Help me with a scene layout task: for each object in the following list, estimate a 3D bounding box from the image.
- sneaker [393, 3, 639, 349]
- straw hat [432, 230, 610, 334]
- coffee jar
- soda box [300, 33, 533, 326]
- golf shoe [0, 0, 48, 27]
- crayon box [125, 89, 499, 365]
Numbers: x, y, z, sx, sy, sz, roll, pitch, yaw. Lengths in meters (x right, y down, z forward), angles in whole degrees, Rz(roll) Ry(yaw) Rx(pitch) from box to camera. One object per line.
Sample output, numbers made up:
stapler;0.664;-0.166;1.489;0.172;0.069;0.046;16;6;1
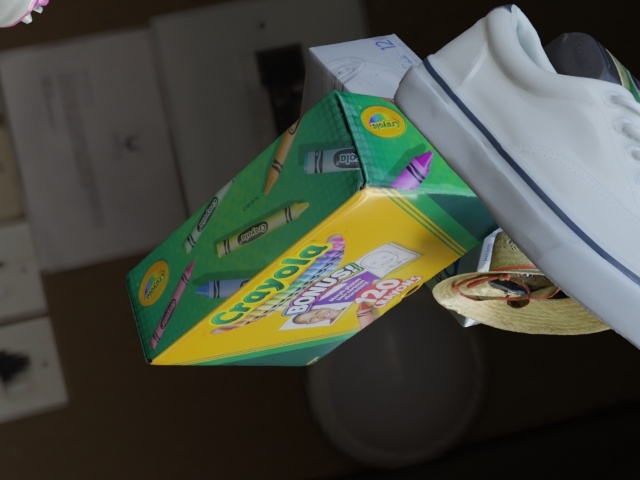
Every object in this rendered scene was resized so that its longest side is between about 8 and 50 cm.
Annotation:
sneaker;0.135;-0.029;0.848;0.258;0.091;0.094;50;13;33
straw hat;0.155;0.018;1.251;0.144;0.145;0.061;110;-12;-69
coffee jar;0.260;-0.101;1.512;0.184;0.079;0.096;36;26;-35
soda box;0.088;-0.058;1.430;0.286;0.091;0.098;51;-37;41
golf shoe;-0.278;-0.207;1.125;0.306;0.140;0.115;3;-108;53
crayon box;0.000;0.000;1.284;0.278;0.165;0.081;-39;-121;41
